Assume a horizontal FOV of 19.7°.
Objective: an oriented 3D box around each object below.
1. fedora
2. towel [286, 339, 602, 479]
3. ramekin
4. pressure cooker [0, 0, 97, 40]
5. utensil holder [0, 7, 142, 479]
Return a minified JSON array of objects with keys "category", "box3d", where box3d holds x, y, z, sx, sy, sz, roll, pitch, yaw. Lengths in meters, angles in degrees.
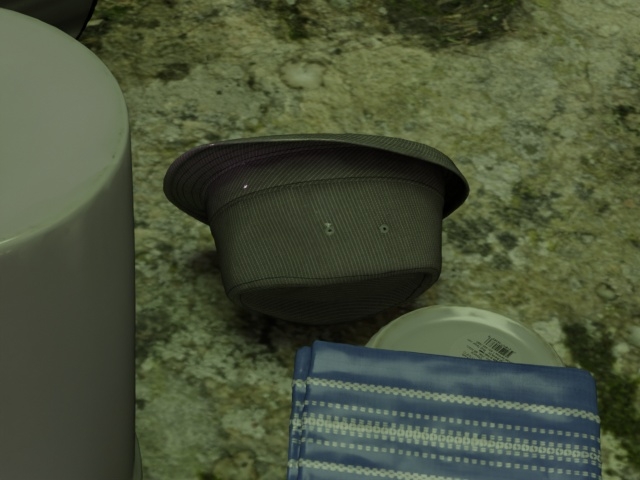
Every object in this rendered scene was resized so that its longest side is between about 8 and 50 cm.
[{"category":"fedora","box3d":[0.000,0.000,1.643,0.275,0.244,0.124,2,69,-18]},{"category":"towel","box3d":[0.089,0.228,1.370,0.243,0.040,0.336,6,55,-1]},{"category":"ramekin","box3d":[0.115,0.147,1.535,0.207,0.109,0.207,3,40,-3]},{"category":"pressure cooker","box3d":[-0.443,-0.267,1.687,0.370,0.375,0.420,-16,11,28]},{"category":"utensil holder","box3d":[-0.292,0.059,1.377,0.328,0.385,0.327,4,40,-3]}]
